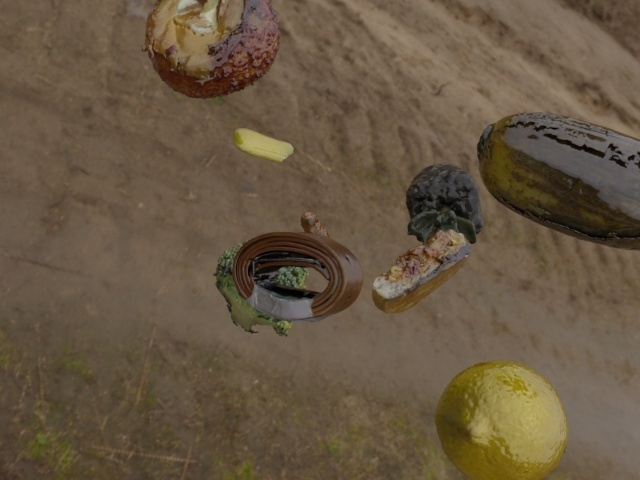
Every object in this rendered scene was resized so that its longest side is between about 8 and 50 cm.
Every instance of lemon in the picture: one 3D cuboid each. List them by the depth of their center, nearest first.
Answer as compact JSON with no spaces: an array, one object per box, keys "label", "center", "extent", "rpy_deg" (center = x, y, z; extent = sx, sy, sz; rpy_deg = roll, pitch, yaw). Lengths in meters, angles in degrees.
[{"label":"lemon","center":[0.323,0.326,1.324],"extent":[0.253,0.228,0.228],"rpy_deg":[33,36,-45]}]

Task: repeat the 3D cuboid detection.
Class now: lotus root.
[{"label":"lotus root","center":[0.458,-0.100,1.254],"extent":[0.398,0.195,0.179],"rpy_deg":[22,23,19]}]

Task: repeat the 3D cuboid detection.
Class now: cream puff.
[{"label":"cream puff","center":[-0.241,-0.473,1.723],"extent":[0.228,0.350,0.350],"rpy_deg":[48,20,-60]}]

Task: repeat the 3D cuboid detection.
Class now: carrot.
[{"label":"carrot","center":[0.000,0.000,1.915],"extent":[0.186,0.060,0.060],"rpy_deg":[58,28,-34]}]

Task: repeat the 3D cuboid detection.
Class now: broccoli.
[{"label":"broccoli","center":[-0.133,0.105,1.789],"extent":[0.242,0.273,0.180],"rpy_deg":[36,64,10]}]

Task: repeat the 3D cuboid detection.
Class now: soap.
[{"label":"soap","center":[-0.144,-0.235,1.848],"extent":[0.169,0.033,0.089],"rpy_deg":[17,47,-29]}]

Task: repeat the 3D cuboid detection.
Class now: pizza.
[{"label":"pizza","center":[0.264,0.082,1.908],"extent":[0.114,0.277,0.409],"rpy_deg":[47,35,16]}]

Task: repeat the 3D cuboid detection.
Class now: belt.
[{"label":"belt","center":[-0.047,0.074,1.494],"extent":[0.105,0.261,0.184],"rpy_deg":[-4,94,-64]}]

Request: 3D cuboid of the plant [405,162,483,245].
[{"label":"plant","center":[0.357,-0.090,2.137],"extent":[0.312,0.215,0.213],"rpy_deg":[-61,138,-66]}]
